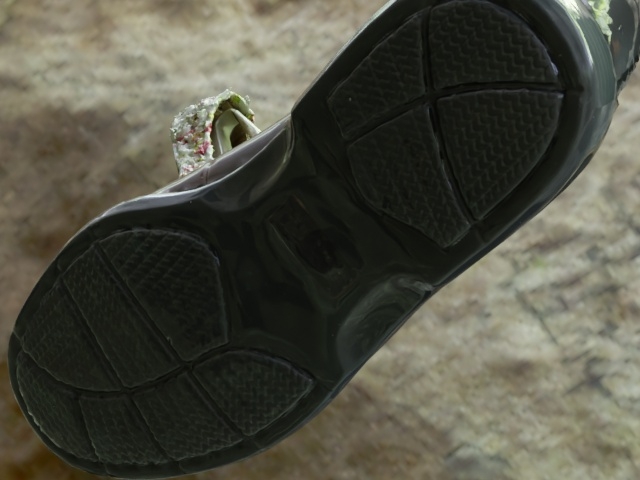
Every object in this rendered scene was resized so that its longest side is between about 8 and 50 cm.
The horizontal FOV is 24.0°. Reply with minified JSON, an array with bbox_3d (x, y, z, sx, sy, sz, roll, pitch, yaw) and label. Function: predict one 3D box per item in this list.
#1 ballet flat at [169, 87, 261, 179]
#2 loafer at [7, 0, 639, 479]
[{"bbox_3d":[-0.072,-0.051,1.213,0.077,0.091,0.241,-41,-144,14],"label":"ballet flat"},{"bbox_3d":[0.000,0.000,0.560,0.302,0.109,0.095,-36,176,38],"label":"loafer"}]
